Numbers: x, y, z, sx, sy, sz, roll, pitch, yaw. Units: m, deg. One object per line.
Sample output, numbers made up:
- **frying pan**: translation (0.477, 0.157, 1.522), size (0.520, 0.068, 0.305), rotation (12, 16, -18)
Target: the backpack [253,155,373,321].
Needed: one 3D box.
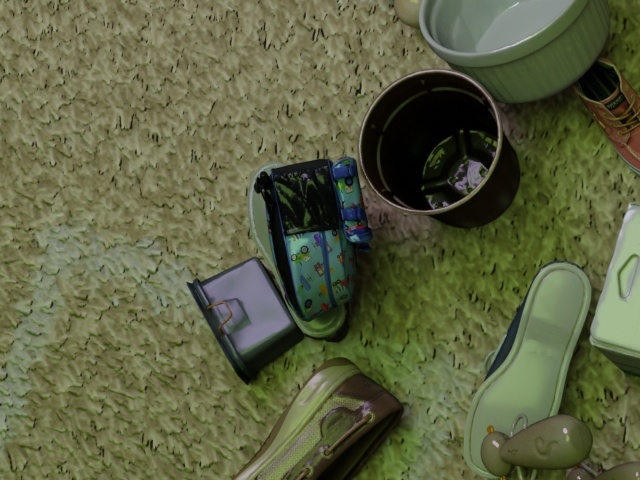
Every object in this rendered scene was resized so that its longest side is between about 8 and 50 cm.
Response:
- **backpack**: translation (0.000, 0.000, 1.948), size (0.117, 0.158, 0.173), rotation (-12, 87, 1)

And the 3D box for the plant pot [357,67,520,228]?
- **plant pot**: translation (0.147, -0.093, 1.975), size (0.167, 0.165, 0.167), rotation (-5, 77, 20)

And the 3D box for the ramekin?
- **ramekin**: translation (0.224, -0.249, 1.950), size (0.207, 0.109, 0.207), rotation (-19, 45, 20)

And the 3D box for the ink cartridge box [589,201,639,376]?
- **ink cartridge box**: translation (0.360, 0.062, 1.829), size (0.093, 0.212, 0.154), rotation (14, 83, 23)

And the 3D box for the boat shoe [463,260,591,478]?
- **boat shoe**: translation (0.229, 0.141, 1.932), size (0.095, 0.079, 0.254), rotation (18, 93, 8)

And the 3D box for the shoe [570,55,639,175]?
- **shoe**: translation (0.340, -0.138, 1.956), size (0.063, 0.081, 0.178), rotation (-41, 67, 8)

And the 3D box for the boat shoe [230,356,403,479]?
- **boat shoe**: translation (-0.027, 0.302, 1.977), size (0.123, 0.123, 0.342), rotation (33, 85, 26)

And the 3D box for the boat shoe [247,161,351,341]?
- **boat shoe**: translation (-0.025, 0.016, 2.067), size (0.081, 0.069, 0.227), rotation (-23, 71, 9)

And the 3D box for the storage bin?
- **storage bin**: translation (-0.087, 0.086, 2.068), size (0.091, 0.098, 0.135), rotation (-31, 68, 1)

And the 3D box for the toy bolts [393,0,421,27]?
- **toy bolts**: translation (0.138, -0.357, 2.036), size (0.228, 0.218, 0.158), rotation (-32, 74, 31)

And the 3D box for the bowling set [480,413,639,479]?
- **bowling set**: translation (0.301, 0.319, 1.848), size (0.154, 0.200, 0.287), rotation (-23, 72, 54)
